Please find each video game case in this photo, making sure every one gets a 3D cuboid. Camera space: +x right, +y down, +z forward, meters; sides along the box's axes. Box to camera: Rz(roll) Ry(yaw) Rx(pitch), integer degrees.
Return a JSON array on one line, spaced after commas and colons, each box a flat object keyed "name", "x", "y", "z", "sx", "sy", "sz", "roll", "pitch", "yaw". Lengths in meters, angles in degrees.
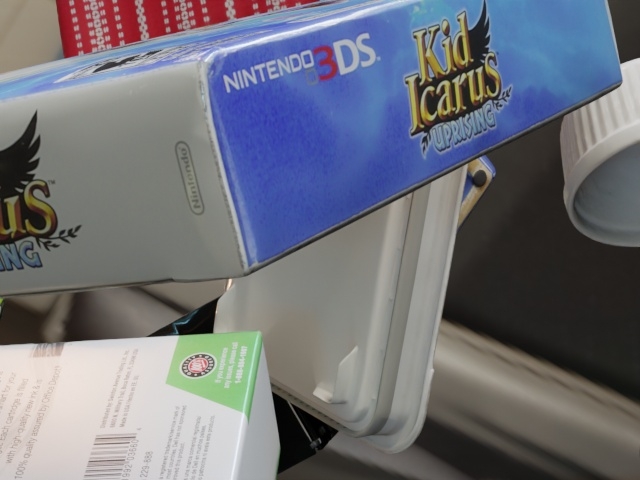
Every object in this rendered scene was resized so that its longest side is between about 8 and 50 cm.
[{"name": "video game case", "x": -0.056, "y": -0.041, "z": 0.519, "sx": 0.244, "sy": 0.061, "sz": 0.269, "roll": -8, "pitch": 11, "yaw": 33}]

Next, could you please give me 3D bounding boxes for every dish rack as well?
[{"name": "dish rack", "x": 0.000, "y": 0.000, "z": 1.305, "sx": 0.285, "sy": 0.072, "sz": 0.333, "roll": 24, "pitch": 108, "yaw": 52}]

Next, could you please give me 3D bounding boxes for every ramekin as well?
[{"name": "ramekin", "x": 0.339, "y": -0.094, "z": 1.467, "sx": 0.207, "sy": 0.207, "sz": 0.109, "roll": 122, "pitch": 147, "yaw": -50}]

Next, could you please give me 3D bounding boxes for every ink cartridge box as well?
[{"name": "ink cartridge box", "x": -0.186, "y": 0.176, "z": 1.064, "sx": 0.211, "sy": 0.289, "sz": 0.122, "roll": -82, "pitch": -13, "yaw": -58}]

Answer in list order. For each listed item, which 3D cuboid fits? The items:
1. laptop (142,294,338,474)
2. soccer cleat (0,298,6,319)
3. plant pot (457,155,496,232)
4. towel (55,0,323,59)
[{"name": "laptop", "x": -0.082, "y": 0.160, "z": 1.841, "sx": 0.136, "sy": 0.234, "sz": 0.264, "roll": -19, "pitch": 15, "yaw": 40}, {"name": "soccer cleat", "x": -0.395, "y": 0.106, "z": 1.664, "sx": 0.072, "sy": 0.060, "sz": 0.179, "roll": 91, "pitch": -161, "yaw": -69}, {"name": "plant pot", "x": 0.032, "y": -0.068, "z": 1.572, "sx": 0.236, "sy": 0.236, "sz": 0.212, "roll": -54, "pitch": 33, "yaw": -14}, {"name": "towel", "x": -0.035, "y": -0.131, "z": 0.805, "sx": 0.031, "sy": 0.274, "sz": 0.199, "roll": -7, "pitch": -92, "yaw": -61}]
